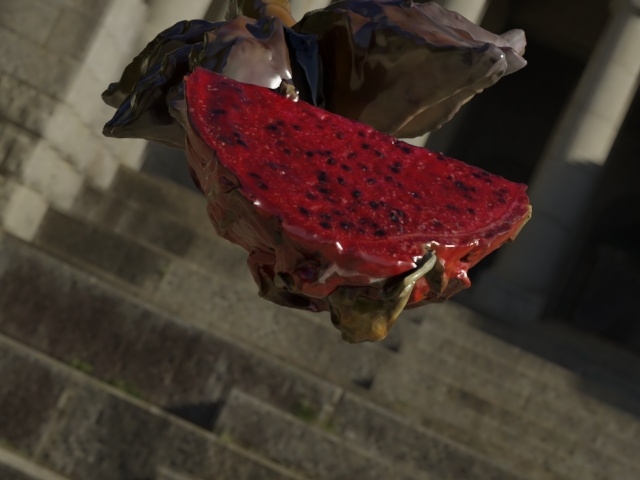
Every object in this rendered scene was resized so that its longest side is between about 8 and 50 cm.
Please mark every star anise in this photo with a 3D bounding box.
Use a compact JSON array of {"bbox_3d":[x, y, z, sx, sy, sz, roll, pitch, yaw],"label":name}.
[{"bbox_3d":[-0.017,-0.106,1.004,0.292,0.109,0.349,4,10,12],"label":"star anise"}]

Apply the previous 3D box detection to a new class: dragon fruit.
[{"bbox_3d":[0.000,0.000,0.688,0.162,0.083,0.106,24,31,-6],"label":"dragon fruit"}]
